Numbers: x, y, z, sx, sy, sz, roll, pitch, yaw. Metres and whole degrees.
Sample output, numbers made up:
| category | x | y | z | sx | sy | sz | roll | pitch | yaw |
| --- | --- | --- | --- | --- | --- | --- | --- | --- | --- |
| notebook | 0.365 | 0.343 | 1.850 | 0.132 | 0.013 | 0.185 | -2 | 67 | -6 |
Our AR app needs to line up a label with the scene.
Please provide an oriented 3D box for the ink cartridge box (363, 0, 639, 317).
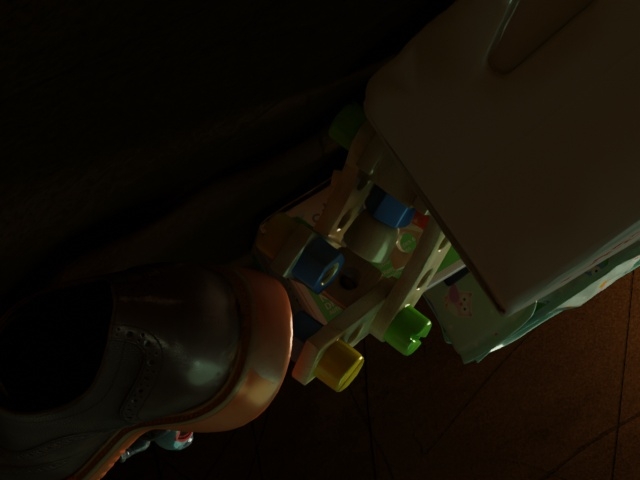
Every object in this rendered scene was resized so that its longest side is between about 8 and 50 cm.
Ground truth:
| category | x | y | z | sx | sy | sz | roll | pitch | yaw |
| --- | --- | --- | --- | --- | --- | --- | --- | --- | --- |
| ink cartridge box | 0.251 | -0.133 | 0.949 | 0.384 | 0.160 | 0.279 | -25 | 168 | -46 |

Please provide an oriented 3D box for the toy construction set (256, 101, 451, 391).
| category | x | y | z | sx | sy | sz | roll | pitch | yaw |
| --- | --- | --- | --- | --- | --- | --- | --- | --- | --- |
| toy construction set | 0.071 | -0.024 | 1.113 | 0.215 | 0.151 | 0.328 | -59 | 177 | 14 |

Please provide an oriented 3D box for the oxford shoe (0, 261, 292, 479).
| category | x | y | z | sx | sy | sz | roll | pitch | yaw |
| --- | --- | --- | --- | --- | --- | --- | --- | --- | --- |
| oxford shoe | -0.176 | 0.083 | 1.036 | 0.132 | 0.130 | 0.363 | 14 | 152 | -36 |

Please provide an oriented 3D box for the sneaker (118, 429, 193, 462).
| category | x | y | z | sx | sy | sz | roll | pitch | yaw |
| --- | --- | --- | --- | --- | --- | --- | --- | --- | --- |
| sneaker | -0.146 | 0.138 | 1.549 | 0.104 | 0.125 | 0.262 | -29 | 174 | -44 |

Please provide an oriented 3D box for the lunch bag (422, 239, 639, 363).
| category | x | y | z | sx | sy | sz | roll | pitch | yaw |
| --- | --- | --- | --- | --- | --- | --- | --- | --- | --- |
| lunch bag | 0.217 | -0.014 | 1.773 | 0.262 | 0.223 | 0.160 | -31 | 170 | 2 |

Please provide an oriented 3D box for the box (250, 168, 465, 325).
| category | x | y | z | sx | sy | sz | roll | pitch | yaw |
| --- | --- | --- | --- | --- | --- | --- | --- | --- | --- |
| box | 0.079 | -0.020 | 1.403 | 0.262 | 0.127 | 0.231 | -31 | 177 | -8 |
